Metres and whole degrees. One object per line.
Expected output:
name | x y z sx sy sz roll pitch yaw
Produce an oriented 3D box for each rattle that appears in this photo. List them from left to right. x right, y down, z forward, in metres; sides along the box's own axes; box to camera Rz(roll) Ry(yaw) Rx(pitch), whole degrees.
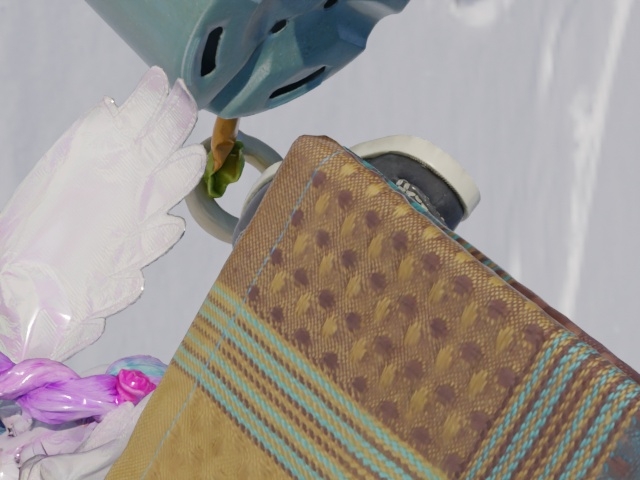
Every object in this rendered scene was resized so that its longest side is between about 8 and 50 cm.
rattle | -0.037 -0.046 1.570 0.199 0.143 0.130 46 38 3

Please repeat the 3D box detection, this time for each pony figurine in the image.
pony figurine | -0.140 0.120 0.958 0.363 0.351 0.303 48 8 -41

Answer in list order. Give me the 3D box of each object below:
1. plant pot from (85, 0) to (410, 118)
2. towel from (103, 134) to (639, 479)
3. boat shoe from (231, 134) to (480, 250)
plant pot | -0.097 -0.296 1.212 0.334 0.341 0.341 51 12 19
towel | -0.012 0.183 0.495 0.040 0.271 0.370 16 109 -48
boat shoe | 0.000 0.000 0.919 0.084 0.233 0.079 38 67 -17
